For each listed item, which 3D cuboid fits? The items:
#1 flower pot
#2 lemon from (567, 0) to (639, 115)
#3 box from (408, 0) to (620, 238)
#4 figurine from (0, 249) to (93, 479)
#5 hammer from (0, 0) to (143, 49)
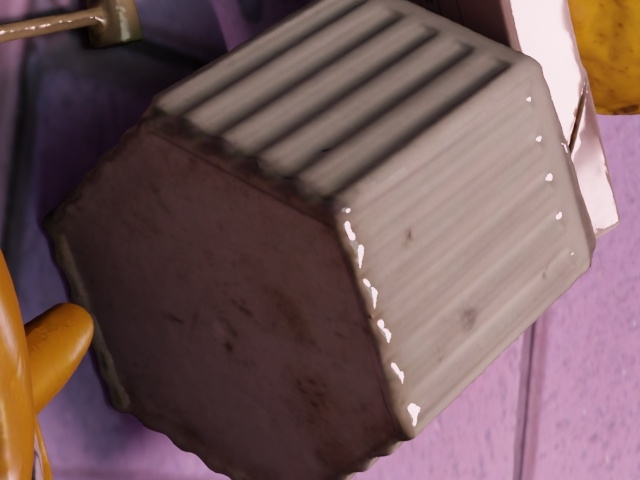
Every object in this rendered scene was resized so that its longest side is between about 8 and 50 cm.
[{"bbox_3d":[0.000,0.000,0.932,0.209,0.239,0.189,51,48,0],"label":"flower pot"},{"bbox_3d":[0.194,-0.219,1.116,0.293,0.293,0.293,-1,92,-51],"label":"lemon"},{"bbox_3d":[0.053,-0.180,0.995,0.051,0.204,0.365,-25,111,-25],"label":"box"},{"bbox_3d":[-0.231,-0.034,0.611,0.401,0.268,0.387,-54,127,-41],"label":"figurine"},{"bbox_3d":[-0.167,-0.112,0.872,0.195,0.028,0.060,-21,101,-47],"label":"hammer"}]
